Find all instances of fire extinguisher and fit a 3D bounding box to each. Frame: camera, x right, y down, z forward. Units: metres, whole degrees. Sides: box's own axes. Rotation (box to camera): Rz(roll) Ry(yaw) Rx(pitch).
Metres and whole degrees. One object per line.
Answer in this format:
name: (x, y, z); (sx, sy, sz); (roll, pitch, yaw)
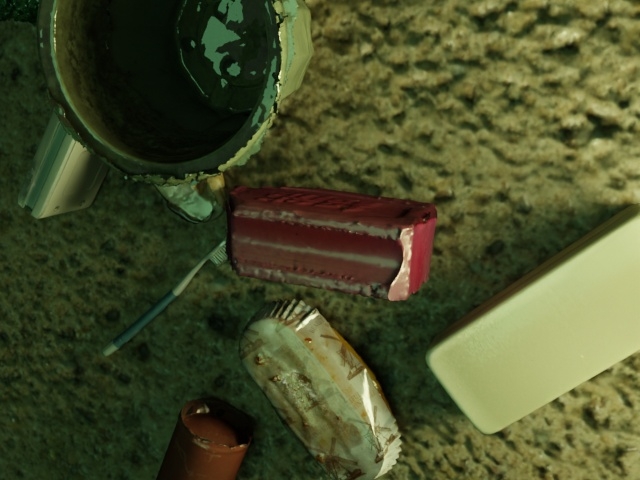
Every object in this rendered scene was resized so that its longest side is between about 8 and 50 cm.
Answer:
fire extinguisher: (-0.176, 0.393, 1.196); (0.147, 0.106, 0.337); (17, 112, -12)

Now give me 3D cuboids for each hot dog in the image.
hot dog: (0.002, 0.195, 1.093); (0.144, 0.075, 0.268); (-33, 88, 18)

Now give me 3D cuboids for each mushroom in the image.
mushroom: (-0.183, -0.116, 1.063); (0.072, 0.094, 0.210); (-31, 92, 29)

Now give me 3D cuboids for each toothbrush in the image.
toothbrush: (-0.211, 0.084, 1.166); (0.275, 0.019, 0.025); (-41, 96, 23)

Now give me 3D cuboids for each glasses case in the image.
glasses case: (0.277, 0.094, 0.974); (0.312, 0.070, 0.131); (-38, 90, 23)

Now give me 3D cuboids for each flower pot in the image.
flower pot: (-0.126, -0.215, 0.930); (0.290, 0.259, 0.291); (4, 104, 16)

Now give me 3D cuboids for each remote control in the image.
remote control: (-0.295, -0.158, 1.086); (0.055, 0.103, 0.277); (37, 112, 14)

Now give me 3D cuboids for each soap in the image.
soap: (0.000, 0.000, 0.994); (0.249, 0.162, 0.099); (8, 106, 16)

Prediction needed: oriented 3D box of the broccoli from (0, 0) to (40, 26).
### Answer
broccoli: (-0.333, -0.372, 0.949); (0.269, 0.270, 0.270); (-1, 116, 19)
